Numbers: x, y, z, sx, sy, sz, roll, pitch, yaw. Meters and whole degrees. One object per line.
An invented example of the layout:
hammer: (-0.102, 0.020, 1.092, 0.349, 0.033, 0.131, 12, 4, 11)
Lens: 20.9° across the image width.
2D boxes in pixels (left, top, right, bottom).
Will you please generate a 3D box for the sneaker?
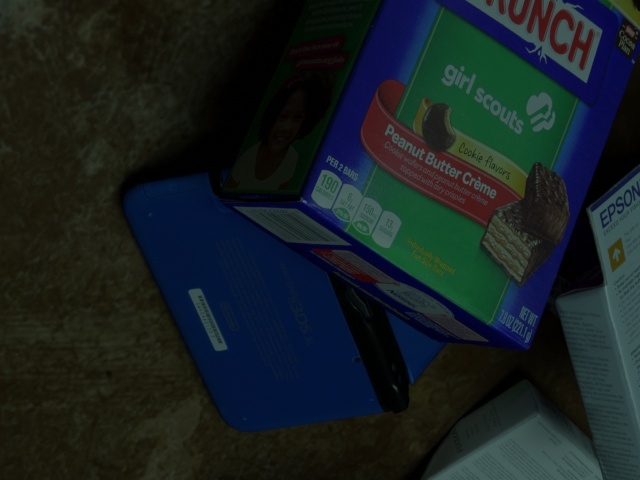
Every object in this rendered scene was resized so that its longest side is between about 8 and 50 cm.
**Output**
sneaker: (0.258, 0.002, 1.609, 0.293, 0.102, 0.146, 32, 83, -43)

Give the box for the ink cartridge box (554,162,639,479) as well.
ink cartridge box: (0.337, 0.042, 1.588, 0.324, 0.071, 0.330, -36, 118, -40)

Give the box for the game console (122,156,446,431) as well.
game console: (0.000, 0.000, 1.528, 0.250, 0.173, 0.293, -10, 126, 16)

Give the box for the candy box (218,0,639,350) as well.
candy box: (0.102, -0.110, 1.380, 0.268, 0.122, 0.317, 33, 71, -35)

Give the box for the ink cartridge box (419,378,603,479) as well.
ink cartridge box: (0.170, 0.256, 1.754, 0.225, 0.056, 0.181, -33, 129, 18)

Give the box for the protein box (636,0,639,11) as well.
protein box: (0.377, -0.282, 1.396, 0.201, 0.200, 0.136, -46, 134, -36)
